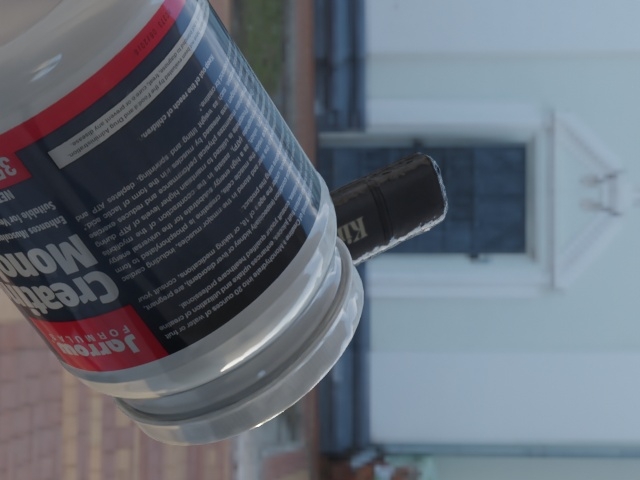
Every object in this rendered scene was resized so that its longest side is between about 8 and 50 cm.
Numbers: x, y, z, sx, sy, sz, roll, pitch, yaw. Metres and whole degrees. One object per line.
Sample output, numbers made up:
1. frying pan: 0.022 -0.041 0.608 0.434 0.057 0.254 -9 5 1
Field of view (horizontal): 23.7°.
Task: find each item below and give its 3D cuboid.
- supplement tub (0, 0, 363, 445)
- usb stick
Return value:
1. supplement tub: -0.109 -0.032 0.876 0.272 0.191 0.191 57 22 -31
2. usb stick: 0.000 0.000 1.350 0.045 0.278 0.077 22 -50 50
